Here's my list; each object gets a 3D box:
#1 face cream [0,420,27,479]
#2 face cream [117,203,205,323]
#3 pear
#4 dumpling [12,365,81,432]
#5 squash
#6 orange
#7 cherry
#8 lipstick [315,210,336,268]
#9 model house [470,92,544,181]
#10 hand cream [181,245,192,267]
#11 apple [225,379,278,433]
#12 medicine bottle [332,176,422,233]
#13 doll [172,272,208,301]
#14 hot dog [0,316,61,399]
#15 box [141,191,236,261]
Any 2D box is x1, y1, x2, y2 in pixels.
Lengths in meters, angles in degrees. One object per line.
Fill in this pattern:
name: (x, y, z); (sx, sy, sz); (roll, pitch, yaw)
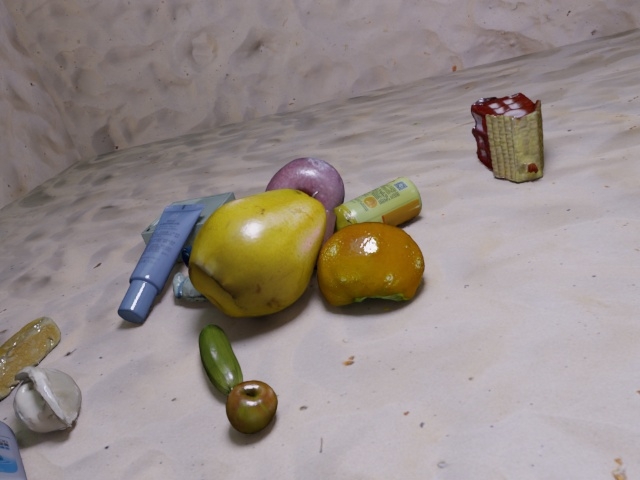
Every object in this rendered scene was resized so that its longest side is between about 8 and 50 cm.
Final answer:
face cream: (-0.638, 0.377, 0.942); (0.162, 0.080, 0.336); (20, 0, -39)
face cream: (-0.432, 0.043, 1.402); (0.135, 0.086, 0.386); (-1, 49, 20)
pear: (-0.139, 0.009, 1.167); (0.284, 0.285, 0.337); (0, 59, 32)
dumpling: (-0.548, 0.307, 1.029); (0.199, 0.136, 0.118); (-4, 34, 47)
squash: (-0.199, 0.235, 1.026); (0.066, 0.066, 0.252); (-24, 27, -14)
orange: (0.097, 0.048, 1.107); (0.237, 0.159, 0.179); (-3, 46, 23)
cherry: (-0.045, -0.116, 1.430); (0.235, 0.213, 0.285); (-22, 5, 12)
lipstick: (0.000, 0.000, 1.289); (0.045, 0.146, 0.045); (6, -10, 41)
model house: (0.542, -0.287, 1.452); (0.159, 0.196, 0.254); (-14, 27, 2)
hand cream: (-0.240, 0.023, 1.435); (0.270, 0.061, 0.120); (-13, 19, -33)
apple: (-0.115, 0.280, 0.878); (0.089, 0.075, 0.090); (-12, 26, 6)
medicine bottle: (0.142, -0.071, 1.362); (0.238, 0.124, 0.124); (-27, 28, -18)
doll: (-0.297, 0.116, 1.316); (0.213, 0.072, 0.104); (2, 40, 31)
hot dog: (-0.730, 0.279, 1.246); (0.073, 0.084, 0.243); (-7, 29, 19)
box: (-0.389, -0.039, 1.621); (0.224, 0.118, 0.225); (-8, 27, 17)
